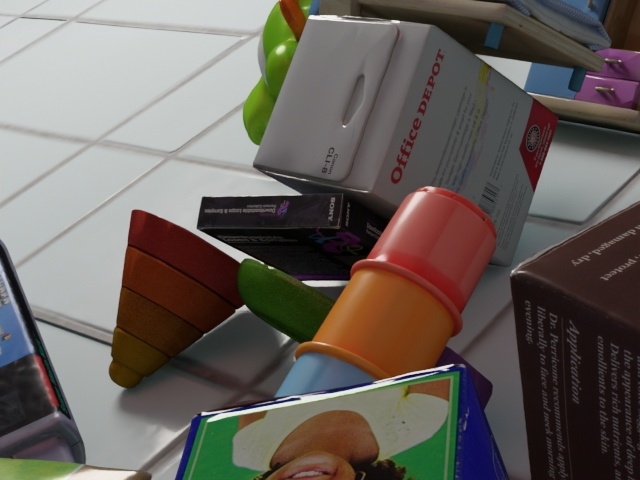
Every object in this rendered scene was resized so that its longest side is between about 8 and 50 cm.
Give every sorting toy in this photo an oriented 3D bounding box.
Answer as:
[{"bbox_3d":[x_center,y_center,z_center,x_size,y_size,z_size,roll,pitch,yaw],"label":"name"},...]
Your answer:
[{"bbox_3d":[-0.043,0.088,0.954,0.365,0.127,0.126,22,78,47],"label":"sorting toy"}]

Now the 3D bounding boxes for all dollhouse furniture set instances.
[{"bbox_3d":[0.194,-0.211,1.033,0.303,0.198,0.286,16,1,-43],"label":"dollhouse furniture set"}]

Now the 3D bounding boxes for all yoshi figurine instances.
[{"bbox_3d":[0.030,-0.148,1.264,0.203,0.204,0.362,27,20,0],"label":"yoshi figurine"}]

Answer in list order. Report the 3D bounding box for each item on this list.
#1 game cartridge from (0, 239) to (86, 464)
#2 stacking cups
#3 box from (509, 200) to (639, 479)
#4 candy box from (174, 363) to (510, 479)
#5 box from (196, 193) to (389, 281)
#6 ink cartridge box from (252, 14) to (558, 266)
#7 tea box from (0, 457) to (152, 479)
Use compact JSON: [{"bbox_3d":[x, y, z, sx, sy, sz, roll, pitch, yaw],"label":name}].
[{"bbox_3d":[-0.311,0.117,0.998,0.230,0.068,0.355,-28,43,-7],"label":"game cartridge"},{"bbox_3d":[0.003,0.104,0.760,0.096,0.096,0.316,10,61,42],"label":"stacking cups"},{"bbox_3d":[0.225,0.084,0.671,0.167,0.168,0.203,-25,33,-27],"label":"box"},{"bbox_3d":[0.028,0.243,0.436,0.122,0.268,0.317,-15,29,15],"label":"candy box"},{"bbox_3d":[0.000,0.000,1.003,0.116,0.162,0.029,0,76,27],"label":"box"},{"bbox_3d":[0.065,-0.073,1.014,0.127,0.176,0.128,14,81,43],"label":"ink cartridge box"},{"bbox_3d":[-0.260,0.259,0.583,0.323,0.220,0.329,0,23,28],"label":"tea box"}]
